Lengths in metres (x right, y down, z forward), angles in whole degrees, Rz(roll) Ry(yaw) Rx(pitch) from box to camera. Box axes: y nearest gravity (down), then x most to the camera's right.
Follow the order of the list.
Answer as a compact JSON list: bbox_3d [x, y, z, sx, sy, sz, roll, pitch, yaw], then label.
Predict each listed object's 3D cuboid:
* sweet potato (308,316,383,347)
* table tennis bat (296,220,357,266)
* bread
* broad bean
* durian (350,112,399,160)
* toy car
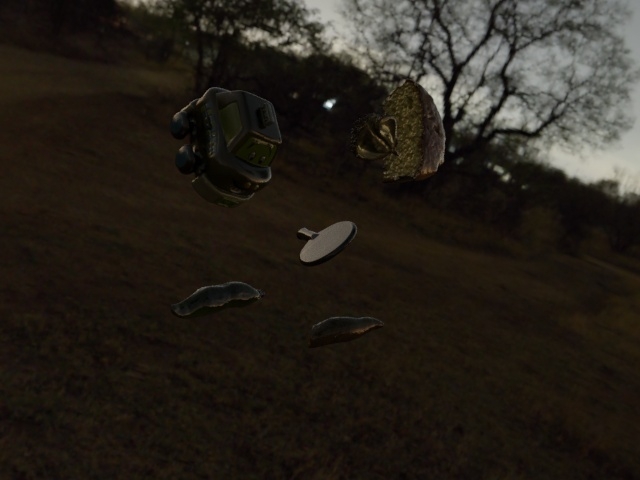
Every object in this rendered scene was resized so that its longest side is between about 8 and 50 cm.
[{"bbox_3d":[0.071,0.244,2.017,0.244,0.077,0.077,-12,23,-23],"label":"sweet potato"},{"bbox_3d":[0.000,0.000,1.673,0.027,0.150,0.236,55,-13,-20],"label":"table tennis bat"},{"bbox_3d":[0.225,-0.237,1.691,0.134,0.260,0.129,20,-24,-40],"label":"bread"},{"bbox_3d":[-0.270,0.155,1.954,0.339,0.077,0.061,-7,-4,-44],"label":"broad bean"},{"bbox_3d":[0.111,-0.214,1.450,0.140,0.110,0.071,28,29,-46],"label":"durian"},{"bbox_3d":[-0.174,-0.212,1.506,0.204,0.198,0.247,16,54,-49],"label":"toy car"}]
